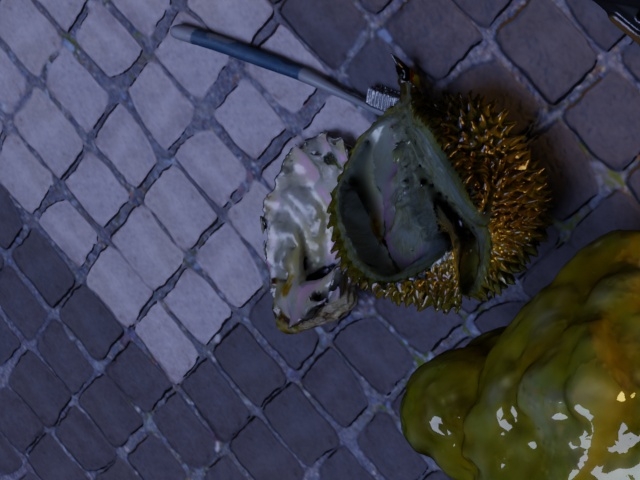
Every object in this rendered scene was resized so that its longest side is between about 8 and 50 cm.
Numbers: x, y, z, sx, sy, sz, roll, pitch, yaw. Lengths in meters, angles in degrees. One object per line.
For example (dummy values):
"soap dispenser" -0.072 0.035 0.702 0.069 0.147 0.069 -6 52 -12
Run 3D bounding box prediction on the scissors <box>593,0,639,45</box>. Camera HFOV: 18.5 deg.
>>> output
"scissors" 0.213 -0.206 1.591 0.220 0.017 0.088 29 135 25

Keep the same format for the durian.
"durian" 0.111 -0.041 1.711 0.193 0.138 0.237 -28 53 39

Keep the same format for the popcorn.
"popcorn" 0.240 0.189 1.614 0.293 0.292 0.334 64 -178 -65

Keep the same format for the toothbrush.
"toothbrush" -0.033 -0.164 1.838 0.276 0.019 0.025 23 120 30

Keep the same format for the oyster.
"oyster" 0.006 -0.003 1.877 0.133 0.072 0.209 10 102 45
